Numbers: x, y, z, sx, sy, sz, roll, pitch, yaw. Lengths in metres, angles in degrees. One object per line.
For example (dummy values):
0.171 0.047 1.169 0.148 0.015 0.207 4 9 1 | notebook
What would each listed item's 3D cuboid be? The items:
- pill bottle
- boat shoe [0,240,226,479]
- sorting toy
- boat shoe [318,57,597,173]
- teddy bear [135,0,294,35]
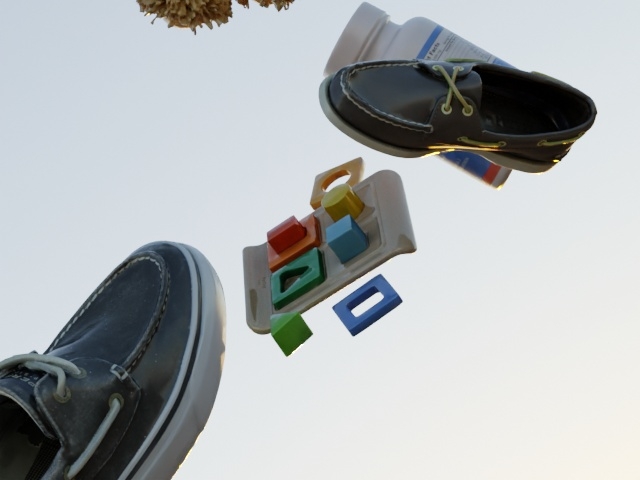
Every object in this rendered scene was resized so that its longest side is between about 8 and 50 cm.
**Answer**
0.120 -0.156 1.968 0.124 0.221 0.124 -60 -4 -8 | pill bottle
-0.164 0.124 1.197 0.119 0.121 0.335 50 -128 -40 | boat shoe
0.000 0.000 2.008 0.196 0.047 0.348 -28 27 11 | sorting toy
0.109 -0.107 1.465 0.227 0.081 0.068 7 -28 -29 | boat shoe
-0.132 -0.339 1.675 0.245 0.338 0.113 -5 -17 -23 | teddy bear
